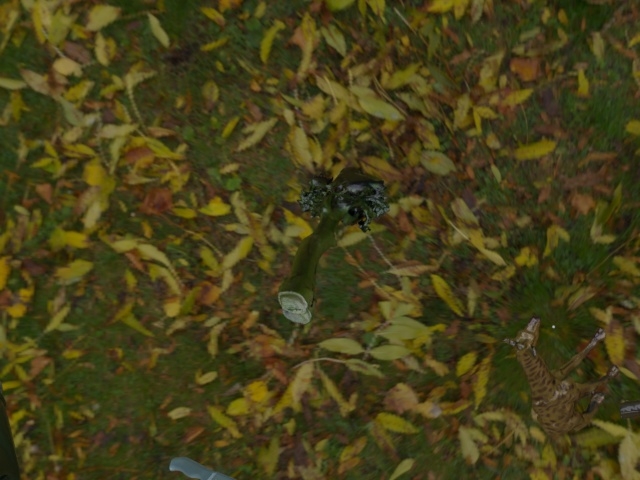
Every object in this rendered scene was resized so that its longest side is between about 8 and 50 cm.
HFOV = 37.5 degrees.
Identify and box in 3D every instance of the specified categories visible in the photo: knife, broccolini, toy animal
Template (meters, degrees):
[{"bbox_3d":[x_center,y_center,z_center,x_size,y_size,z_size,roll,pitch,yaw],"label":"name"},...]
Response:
[{"bbox_3d":[-0.155,0.333,1.320,0.028,0.210,0.015,-40,114,-29],"label":"knife"},{"bbox_3d":[0.006,0.005,0.684,0.057,0.254,0.071,40,114,-10],"label":"broccolini"},{"bbox_3d":[0.295,0.173,1.172,0.054,0.276,0.149,28,99,42],"label":"toy animal"}]

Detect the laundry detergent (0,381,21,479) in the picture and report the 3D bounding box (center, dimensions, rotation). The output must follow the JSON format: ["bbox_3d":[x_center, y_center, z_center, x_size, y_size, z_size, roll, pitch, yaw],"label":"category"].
[{"bbox_3d":[-0.232,0.160,0.578,0.063,0.211,0.137,-28,112,13],"label":"laundry detergent"}]

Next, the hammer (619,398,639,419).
[{"bbox_3d":[0.555,0.210,1.286,0.297,0.027,0.125,-14,37,30],"label":"hammer"}]
